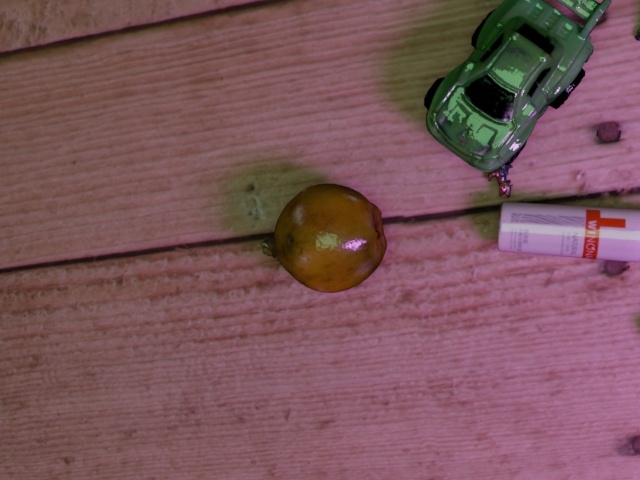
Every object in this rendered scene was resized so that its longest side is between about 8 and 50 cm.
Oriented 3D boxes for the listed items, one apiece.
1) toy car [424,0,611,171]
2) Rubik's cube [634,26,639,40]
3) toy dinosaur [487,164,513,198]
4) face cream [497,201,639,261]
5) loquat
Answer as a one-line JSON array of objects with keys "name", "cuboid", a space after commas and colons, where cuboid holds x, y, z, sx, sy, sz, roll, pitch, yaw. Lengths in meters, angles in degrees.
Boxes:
[{"name": "toy car", "cuboid": [0.354, -0.310, 1.739, 0.213, 0.176, 0.359, 39, 86, 7]}, {"name": "Rubik's cube", "cuboid": [0.717, -0.456, 1.724, 0.178, 0.211, 0.191, 19, 74, -12]}, {"name": "toy dinosaur", "cuboid": [0.341, -0.155, 1.831, 0.055, 0.049, 0.154, -9, 93, 12]}, {"name": "face cream", "cuboid": [0.509, -0.014, 1.782, 0.345, 0.102, 0.102, 4, 95, 13]}, {"name": "loquat", "cuboid": [0.000, 0.000, 1.843, 0.246, 0.213, 0.214, -10, 93, 13]}]
